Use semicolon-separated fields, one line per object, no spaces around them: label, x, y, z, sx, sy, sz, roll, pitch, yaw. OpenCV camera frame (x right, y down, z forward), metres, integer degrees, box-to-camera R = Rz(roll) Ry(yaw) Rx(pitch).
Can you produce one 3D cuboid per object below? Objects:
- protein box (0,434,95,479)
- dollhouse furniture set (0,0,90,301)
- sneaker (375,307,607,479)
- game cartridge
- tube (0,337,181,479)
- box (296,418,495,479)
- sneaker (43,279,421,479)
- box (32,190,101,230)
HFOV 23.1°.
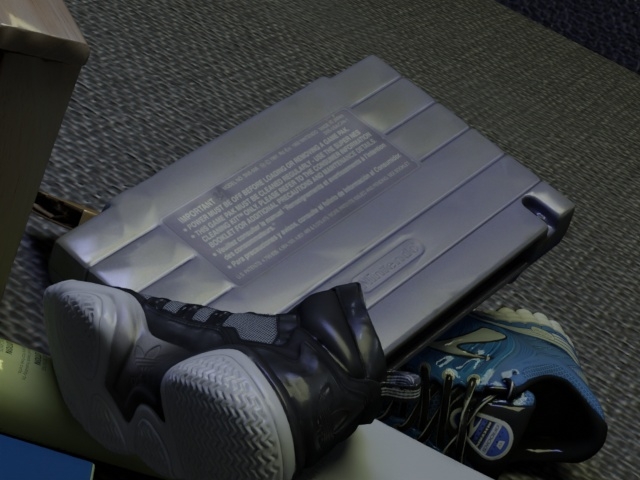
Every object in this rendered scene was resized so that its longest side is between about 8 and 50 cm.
protein box;-0.229;0.183;0.742;0.200;0.136;0.201;19;23;-11
dollhouse furniture set;-0.391;-0.091;1.032;0.394;0.256;0.362;10;26;-29
sneaker;0.094;0.109;1.223;0.330;0.129;0.147;10;24;-28
game cartridge;0.000;0.000;1.168;0.230;0.068;0.355;36;48;24
tube;-0.156;0.117;1.062;0.240;0.062;0.070;22;58;-16
box;0.040;0.214;0.953;0.182;0.119;0.181;27;23;8
sneaker;-0.057;0.075;0.970;0.153;0.101;0.269;-17;24;-33
box;-0.124;0.006;1.269;0.201;0.021;0.164;20;-1;-24
